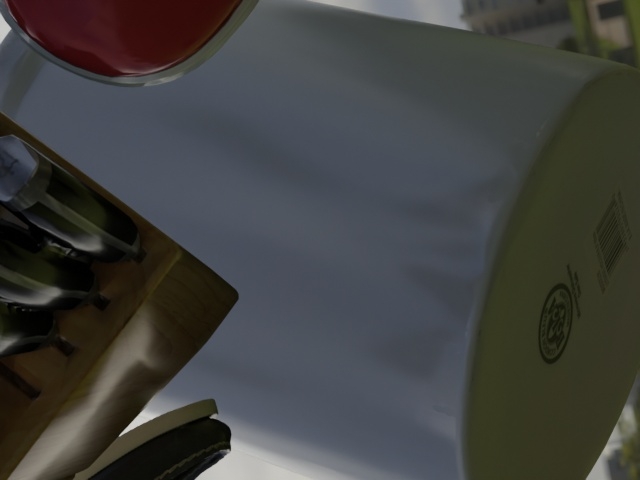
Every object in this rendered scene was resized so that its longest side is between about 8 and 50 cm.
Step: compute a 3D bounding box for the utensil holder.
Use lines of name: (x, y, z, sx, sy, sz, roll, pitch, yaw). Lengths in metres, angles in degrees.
utensil holder: (0.000, 0.000, 0.933, 0.328, 0.385, 0.327, -31, -51, -48)

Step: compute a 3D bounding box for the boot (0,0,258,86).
boot: (-0.019, -0.140, 0.243, 0.176, 0.088, 0.244, -101, 28, -77)

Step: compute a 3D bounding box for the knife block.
knife block: (-0.090, 0.005, 0.441, 0.088, 0.242, 0.275, 38, -139, 5)

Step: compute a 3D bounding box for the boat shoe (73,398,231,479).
boat shoe: (-0.125, 0.163, 0.624, 0.079, 0.233, 0.084, 48, 176, 11)
